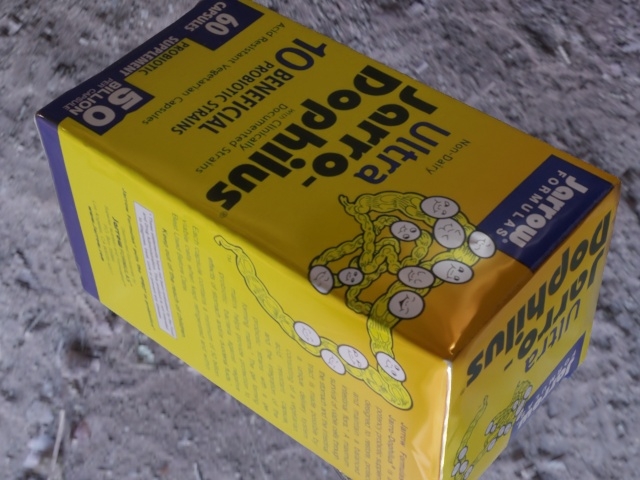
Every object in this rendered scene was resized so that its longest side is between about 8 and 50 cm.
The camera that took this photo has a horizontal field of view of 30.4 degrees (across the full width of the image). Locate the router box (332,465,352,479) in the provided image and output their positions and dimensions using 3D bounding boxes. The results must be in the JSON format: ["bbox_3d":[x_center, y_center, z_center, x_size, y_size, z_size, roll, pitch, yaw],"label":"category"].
[{"bbox_3d":[0.069,0.251,1.178,0.038,0.092,0.122,-39,102,-24],"label":"router box"}]

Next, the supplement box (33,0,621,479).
[{"bbox_3d":[0.000,0.000,0.843,0.194,0.356,0.195,-42,148,-31],"label":"supplement box"}]
